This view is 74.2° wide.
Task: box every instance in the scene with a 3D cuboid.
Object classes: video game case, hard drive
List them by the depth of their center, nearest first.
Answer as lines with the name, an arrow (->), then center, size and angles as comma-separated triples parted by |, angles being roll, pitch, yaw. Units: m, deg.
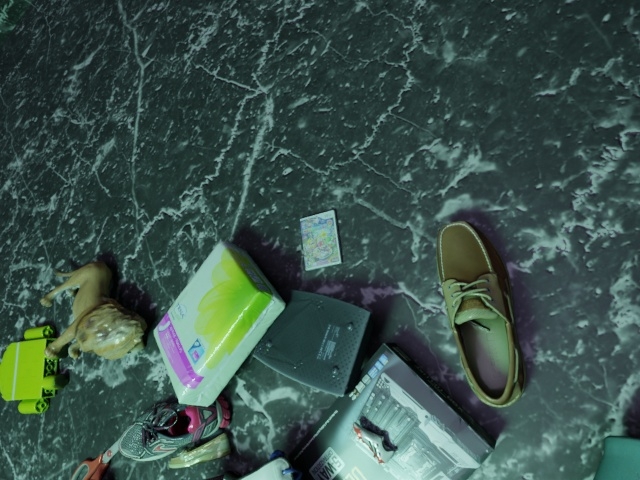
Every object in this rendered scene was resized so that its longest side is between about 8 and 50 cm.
hard drive -> -0.014, 0.195, 0.842 | 0.254, 0.054, 0.172 | 7, 71, 44
video game case -> 0.000, 0.000, 0.946 | 0.087, 0.011, 0.122 | -14, 72, 23

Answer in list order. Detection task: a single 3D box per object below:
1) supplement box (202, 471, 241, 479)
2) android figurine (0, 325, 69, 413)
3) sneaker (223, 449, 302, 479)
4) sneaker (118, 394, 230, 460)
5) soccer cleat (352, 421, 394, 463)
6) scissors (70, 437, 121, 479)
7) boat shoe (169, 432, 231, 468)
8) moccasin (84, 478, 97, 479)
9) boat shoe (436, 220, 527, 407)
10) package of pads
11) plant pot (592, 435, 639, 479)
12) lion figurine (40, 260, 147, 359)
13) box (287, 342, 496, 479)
supplement box -> -0.214, 0.531, 0.822 | 0.104, 0.188, 0.081 | 11, 84, 38
android figurine -> -0.852, 0.381, 1.251 | 0.272, 0.056, 0.248 | -13, 73, 22
sneaker -> -0.050, 0.461, 0.702 | 0.315, 0.127, 0.182 | 12, 65, 14
sneaker -> -0.354, 0.423, 0.967 | 0.299, 0.112, 0.121 | -29, 68, 18
soccer cleat -> 0.090, 0.343, 0.729 | 0.035, 0.029, 0.083 | -45, 67, 0
scissors -> -0.555, 0.551, 1.087 | 0.109, 0.021, 0.297 | 33, 95, 30
boat shoe -> -0.271, 0.472, 0.947 | 0.153, 0.056, 0.048 | -22, 69, 17
moccasin -> -0.611, 0.760, 1.006 | 0.146, 0.139, 0.380 | 15, 94, 12
boat shoe -> 0.274, 0.117, 0.724 | 0.122, 0.120, 0.324 | -19, 71, 21
package of pads -> -0.233, 0.174, 0.942 | 0.297, 0.101, 0.229 | -52, 45, 6
plant pot -> 0.449, 0.393, 0.511 | 0.271, 0.272, 0.255 | 7, 67, 27
lion figurine -> -0.613, 0.165, 1.139 | 0.240, 0.142, 0.392 | -37, 61, 6
box -> 0.116, 0.382, 0.766 | 0.242, 0.076, 0.307 | 43, 98, 27
